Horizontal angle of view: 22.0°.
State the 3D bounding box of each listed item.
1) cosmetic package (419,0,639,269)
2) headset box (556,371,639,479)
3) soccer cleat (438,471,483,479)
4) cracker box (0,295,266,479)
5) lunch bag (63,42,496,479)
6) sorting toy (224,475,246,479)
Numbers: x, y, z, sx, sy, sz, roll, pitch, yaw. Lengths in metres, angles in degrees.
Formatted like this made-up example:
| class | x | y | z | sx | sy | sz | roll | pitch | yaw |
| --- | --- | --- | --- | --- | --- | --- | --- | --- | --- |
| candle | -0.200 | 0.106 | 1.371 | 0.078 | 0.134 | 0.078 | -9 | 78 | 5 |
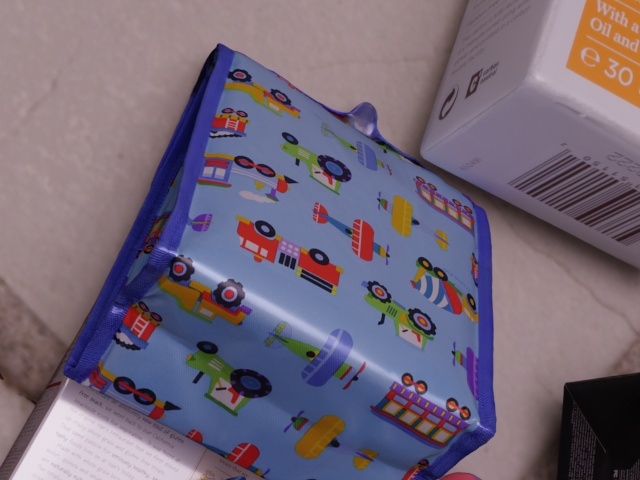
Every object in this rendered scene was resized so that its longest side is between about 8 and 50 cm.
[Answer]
| class | x | y | z | sx | sy | sz | roll | pitch | yaw |
| --- | --- | --- | --- | --- | --- | --- | --- | --- | --- |
| cosmetic package | 0.260 | -0.224 | 1.166 | 0.230 | 0.161 | 0.453 | 25 | 66 | -15 |
| headset box | 0.305 | 0.223 | 1.133 | 0.293 | 0.110 | 0.218 | 15 | 73 | -28 |
| soccer cleat | 0.108 | 0.281 | 1.099 | 0.095 | 0.083 | 0.248 | 13 | 69 | -48 |
| cracker box | -0.118 | 0.158 | 1.035 | 0.155 | 0.067 | 0.232 | 33 | 72 | -13 |
| lunch bag | 0.000 | 0.000 | 1.042 | 0.221 | 0.138 | 0.293 | 30 | 41 | -12 |
| sorting toy | -0.044 | 0.316 | 0.975 | 0.047 | 0.196 | 0.348 | -10 | 105 | 18 |
